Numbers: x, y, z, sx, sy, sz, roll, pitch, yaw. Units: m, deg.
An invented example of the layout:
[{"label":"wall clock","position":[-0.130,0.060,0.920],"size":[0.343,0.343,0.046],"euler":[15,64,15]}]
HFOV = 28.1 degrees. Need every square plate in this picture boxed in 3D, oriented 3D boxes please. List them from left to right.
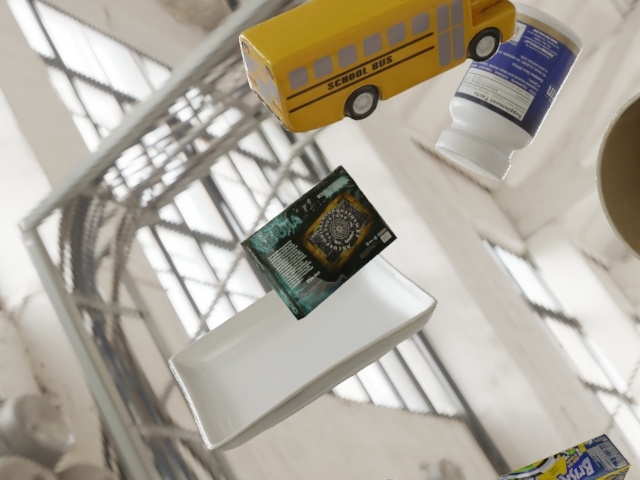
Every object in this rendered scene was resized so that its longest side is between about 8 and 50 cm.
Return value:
[{"label":"square plate","position":[-0.030,0.143,1.771],"size":[0.347,0.344,0.049],"euler":[-32,-70,-6]}]

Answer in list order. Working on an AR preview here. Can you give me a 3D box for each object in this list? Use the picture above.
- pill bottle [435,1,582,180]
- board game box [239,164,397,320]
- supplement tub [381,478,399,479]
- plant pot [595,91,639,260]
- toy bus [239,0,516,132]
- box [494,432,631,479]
[{"label":"pill bottle","position":[0.303,-0.241,2.089],"size":[0.264,0.153,0.153],"euler":[-62,-31,0]},{"label":"board game box","position":[0.000,0.000,1.659],"size":[0.186,0.126,0.026],"euler":[-39,4,-31]},{"label":"supplement tub","position":[0.200,0.468,1.709],"size":[0.207,0.338,0.207],"euler":[-46,-35,-46]},{"label":"plant pot","position":[0.516,-0.106,1.611],"size":[0.274,0.256,0.256],"euler":[-28,-20,-54]},{"label":"toy bus","position":[0.075,-0.249,1.556],"size":[0.333,0.108,0.130],"euler":[-27,-44,-15]},{"label":"box","position":[0.277,0.287,1.493],"size":[0.169,0.054,0.059],"euler":[-15,-42,-27]}]
